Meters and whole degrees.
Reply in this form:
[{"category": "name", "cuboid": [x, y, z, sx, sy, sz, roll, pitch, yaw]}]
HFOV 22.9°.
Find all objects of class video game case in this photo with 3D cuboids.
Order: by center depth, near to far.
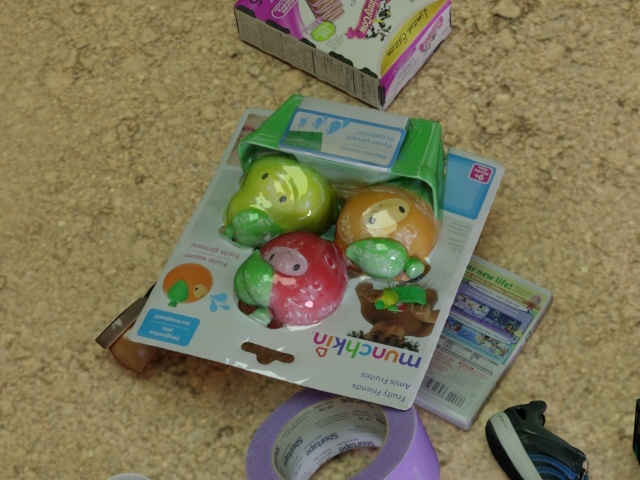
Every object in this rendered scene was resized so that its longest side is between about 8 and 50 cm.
[{"category": "video game case", "cuboid": [0.125, 0.091, 1.790, 0.212, 0.023, 0.193, 26, 64, 23]}]

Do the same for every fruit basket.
[{"category": "fruit basket", "cuboid": [0.000, 0.000, 1.737, 0.327, 0.165, 0.353, 13, 49, 18]}]

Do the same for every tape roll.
[{"category": "tape roll", "cuboid": [0.023, 0.233, 1.636, 0.189, 0.080, 0.189, -17, 35, 13]}]

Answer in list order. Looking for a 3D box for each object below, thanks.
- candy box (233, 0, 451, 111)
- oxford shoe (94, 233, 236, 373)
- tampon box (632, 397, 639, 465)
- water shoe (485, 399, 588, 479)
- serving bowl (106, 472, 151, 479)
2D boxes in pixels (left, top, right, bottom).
[{"category": "candy box", "cuboid": [0.028, -0.283, 2.014, 0.233, 0.071, 0.159, 29, 65, 22]}, {"category": "oxford shoe", "cuboid": [-0.162, 0.070, 1.825, 0.076, 0.076, 0.212, 46, 66, -3]}, {"category": "tampon box", "cuboid": [0.393, 0.241, 1.601, 0.101, 0.120, 0.161, -15, 57, -2]}, {"category": "water shoe", "cuboid": [0.249, 0.250, 1.643, 0.080, 0.073, 0.203, -25, 58, -11]}, {"category": "serving bowl", "cuboid": [-0.207, 0.294, 1.698, 0.083, 0.027, 0.083, -4, 57, 6]}]
